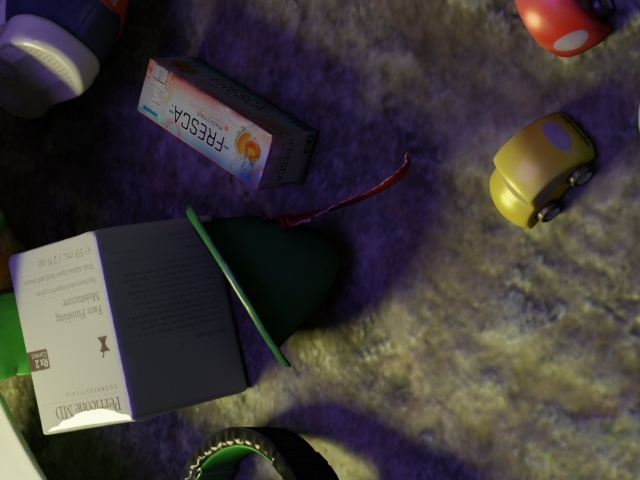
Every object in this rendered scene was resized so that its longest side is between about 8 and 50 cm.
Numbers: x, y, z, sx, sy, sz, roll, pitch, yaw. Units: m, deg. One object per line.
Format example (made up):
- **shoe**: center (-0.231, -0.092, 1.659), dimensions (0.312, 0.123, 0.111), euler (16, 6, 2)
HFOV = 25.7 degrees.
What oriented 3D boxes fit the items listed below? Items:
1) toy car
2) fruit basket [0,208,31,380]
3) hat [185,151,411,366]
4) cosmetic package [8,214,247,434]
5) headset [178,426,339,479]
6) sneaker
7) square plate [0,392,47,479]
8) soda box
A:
- **toy car**: center (0.222, -0.105, 1.048), dimensions (0.225, 0.053, 0.239), euler (18, 108, 40)
- **fruit basket**: center (-0.382, -0.034, 1.502), dimensions (0.327, 0.165, 0.353), euler (-149, 58, -61)
- **hat**: center (0.000, 0.000, 1.282), dimensions (0.173, 0.183, 0.208), euler (60, 175, -30)
- **cosmetic package**: center (-0.190, 0.083, 1.388), dimensions (0.151, 0.151, 0.184), euler (-15, 86, 44)
- **headset**: center (-0.007, 0.344, 1.298), dimensions (0.394, 0.185, 0.243), euler (52, 124, 44)
- **sneaker**: center (-0.292, -0.224, 1.478), dimensions (0.350, 0.131, 0.148), euler (6, 62, 57)
- **square plate**: center (-0.376, 0.357, 1.528), dimensions (0.344, 0.049, 0.347), euler (47, 114, 44)
- **soda box**: center (-0.091, -0.113, 1.329), dimensions (0.183, 0.063, 0.058), euler (35, 119, 35)
